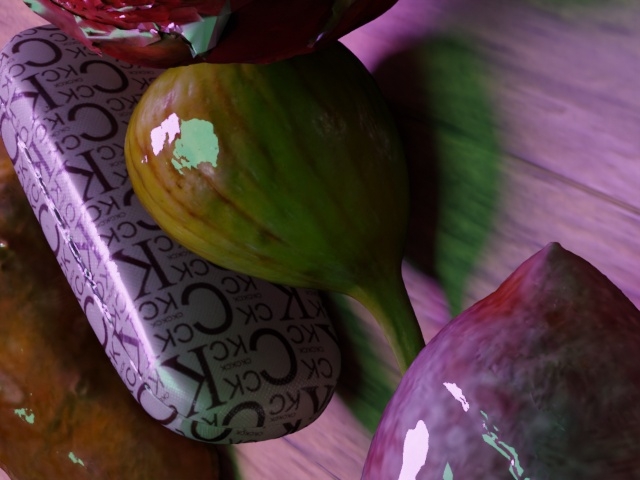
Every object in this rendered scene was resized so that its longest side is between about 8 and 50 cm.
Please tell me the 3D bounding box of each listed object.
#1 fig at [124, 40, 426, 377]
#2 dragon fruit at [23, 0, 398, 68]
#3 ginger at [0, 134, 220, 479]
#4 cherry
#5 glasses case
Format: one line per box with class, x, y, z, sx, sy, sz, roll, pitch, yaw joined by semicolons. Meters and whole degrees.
fig;0.000;0.000;1.051;0.259;0.151;0.151;58;143;13
dragon fruit;-0.056;-0.234;0.952;0.301;0.296;0.295;-130;43;-59
ginger;-0.186;0.077;1.345;0.172;0.165;0.321;-23;90;30
cherry;0.103;0.123;0.870;0.192;0.175;0.249;-150;60;-67
glasses case;-0.105;-0.015;1.212;0.354;0.137;0.085;59;141;35
